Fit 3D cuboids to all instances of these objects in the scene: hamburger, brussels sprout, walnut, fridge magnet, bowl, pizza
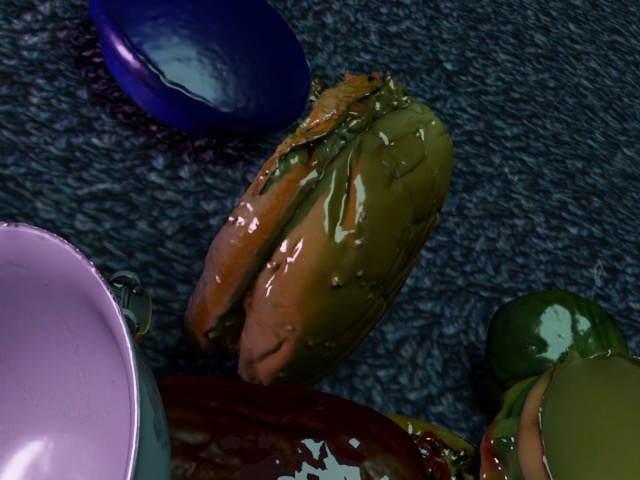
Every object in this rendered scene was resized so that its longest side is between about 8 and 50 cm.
[{"bbox_3d":[0.000,0.000,1.474,0.158,0.319,0.318,31,33,10],"label":"hamburger"},{"bbox_3d":[0.252,0.128,1.686,0.183,0.131,0.145,19,45,-24],"label":"brussels sprout"},{"bbox_3d":[-0.061,0.207,1.268,0.269,0.222,0.244,23,4,-3],"label":"walnut"},{"bbox_3d":[-0.132,-0.209,1.745,0.265,0.113,0.265,23,37,-19],"label":"fridge magnet"},{"bbox_3d":[-0.211,0.173,1.105,0.157,0.345,0.345,32,28,-48],"label":"bowl"},{"bbox_3d":[0.247,0.225,1.547,0.237,0.149,0.237,16,58,-27],"label":"hamburger"},{"bbox_3d":[0.096,0.235,1.491,0.201,0.053,0.193,1,49,-41],"label":"pizza"}]

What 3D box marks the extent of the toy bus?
[{"bbox_3d":[-0.229,0.051,1.393,0.162,0.074,0.069,24,30,-16],"label":"toy bus"}]
